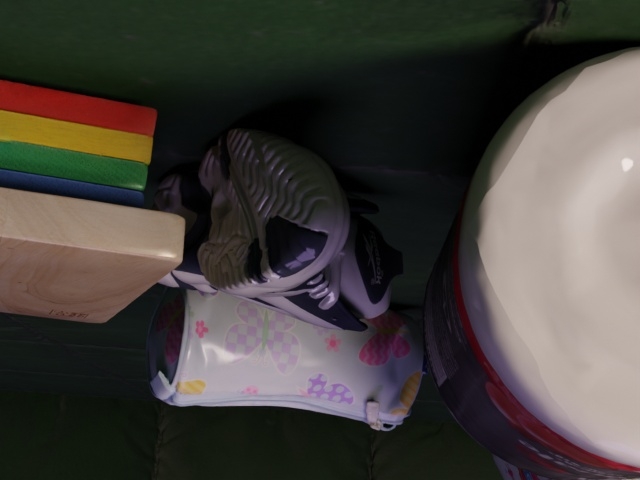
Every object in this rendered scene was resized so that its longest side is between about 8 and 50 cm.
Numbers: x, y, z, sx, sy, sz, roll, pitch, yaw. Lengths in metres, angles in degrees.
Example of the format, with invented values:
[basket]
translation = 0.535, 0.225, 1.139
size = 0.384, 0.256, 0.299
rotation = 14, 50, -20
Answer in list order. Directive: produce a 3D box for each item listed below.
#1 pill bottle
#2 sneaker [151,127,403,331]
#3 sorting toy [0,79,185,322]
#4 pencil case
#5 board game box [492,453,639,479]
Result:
[pill bottle]
translation = 0.145, 0.036, 0.593
size = 0.176, 0.176, 0.318
rotation = 4, 167, 2
[sneaker]
translation = 0.000, 0.000, 0.669
size = 0.153, 0.094, 0.235
rotation = 9, 167, -24
[sorting toy]
translation = -0.223, -0.027, 0.631
size = 0.255, 0.089, 0.257
rotation = 9, 167, -18
[pencil case]
translation = -0.033, 0.113, 1.110
size = 0.273, 0.124, 0.113
rotation = 12, 166, -26
[board game box]
translation = 0.317, 0.152, 0.948
size = 0.303, 0.098, 0.224
rotation = -23, 169, -8
